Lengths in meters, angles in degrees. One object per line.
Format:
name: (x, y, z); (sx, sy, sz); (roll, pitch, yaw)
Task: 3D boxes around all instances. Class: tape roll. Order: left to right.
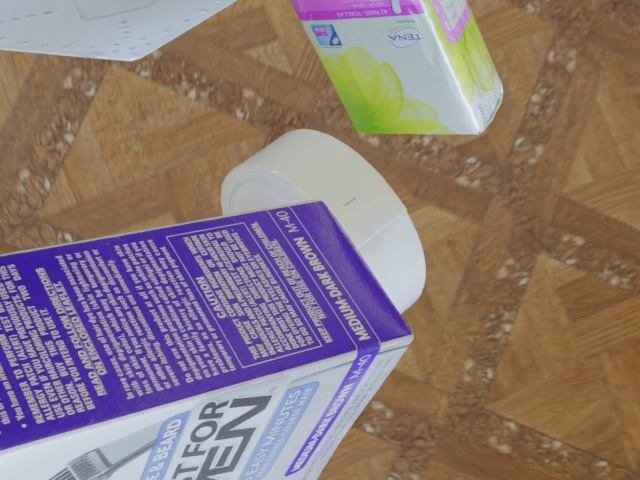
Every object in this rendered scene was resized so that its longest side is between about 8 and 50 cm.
tape roll: (0.000, 0.000, 1.410); (0.100, 0.286, 0.286); (-37, 88, -28)

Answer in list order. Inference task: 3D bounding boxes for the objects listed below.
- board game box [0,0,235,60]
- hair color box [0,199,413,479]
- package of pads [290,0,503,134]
board game box: (-0.293, -0.360, 1.525); (0.390, 0.390, 0.050); (-6, 78, -50)
hair color box: (-0.139, 0.098, 0.523); (0.339, 0.185, 0.110); (-10, 54, -35)
package of pads: (0.104, -0.277, 1.487); (0.101, 0.229, 0.296); (-57, 135, -30)
